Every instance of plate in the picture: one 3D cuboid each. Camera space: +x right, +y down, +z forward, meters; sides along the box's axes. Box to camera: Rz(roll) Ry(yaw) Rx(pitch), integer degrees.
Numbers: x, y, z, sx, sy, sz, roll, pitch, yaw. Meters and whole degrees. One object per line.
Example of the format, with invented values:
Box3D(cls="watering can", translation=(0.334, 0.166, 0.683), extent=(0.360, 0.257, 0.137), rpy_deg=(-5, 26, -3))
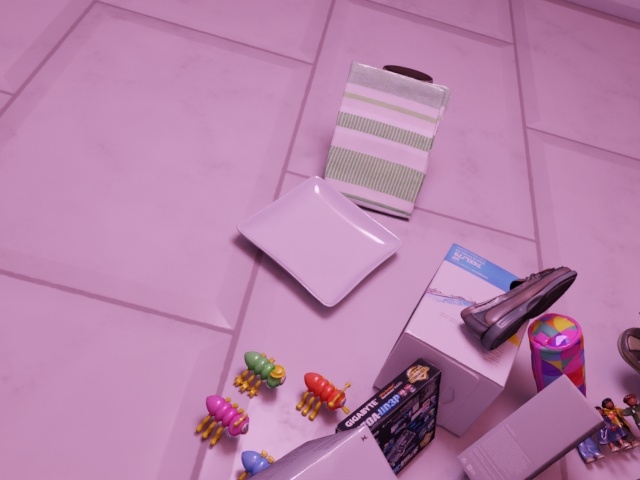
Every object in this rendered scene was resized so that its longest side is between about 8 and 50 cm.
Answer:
Box3D(cls="plate", translation=(0.000, 0.000, 1.458), extent=(0.277, 0.045, 0.278), rpy_deg=(39, 50, 17))

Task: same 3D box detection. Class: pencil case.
Box3D(cls="pencil case", translation=(0.450, 0.252, 1.241), extent=(0.105, 0.236, 0.104), rpy_deg=(-13, 31, 8))

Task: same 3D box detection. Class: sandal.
Box3D(cls="sandal", translation=(0.737, 0.301, 1.385), extent=(0.303, 0.086, 0.120), rpy_deg=(44, 55, 1))

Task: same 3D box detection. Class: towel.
Box3D(cls="towel", translation=(0.151, -0.234, 1.561), extent=(0.248, 0.324, 0.038), rpy_deg=(14, 12, -4))

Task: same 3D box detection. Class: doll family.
Box3D(cls="doll family", translation=(0.564, 0.363, 1.295), extent=(0.193, 0.076, 0.111), rpy_deg=(-9, 57, -21))

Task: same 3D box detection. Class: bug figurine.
Box3D(cls="bug figurine", translation=(-0.082, 0.301, 1.144), extent=(0.216, 0.072, 0.279), rpy_deg=(32, 48, 12))

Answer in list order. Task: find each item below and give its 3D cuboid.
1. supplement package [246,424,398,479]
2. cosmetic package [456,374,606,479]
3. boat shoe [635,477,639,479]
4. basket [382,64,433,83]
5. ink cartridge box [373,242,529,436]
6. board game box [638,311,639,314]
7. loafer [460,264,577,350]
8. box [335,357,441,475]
Box3D(cls="supplement package", translation=(0.014, 0.402, 0.955), extent=(0.149, 0.203, 0.194), rpy_deg=(-25, 81, -34))
Box3D(cls="cosmetic package", translation=(0.363, 0.343, 1.127), extent=(0.107, 0.238, 0.127), rpy_deg=(57, 12, 29))
Box3D(cls="boat shoe", translation=(0.670, 0.544, 1.139), extent=(0.091, 0.109, 0.305), rpy_deg=(-18, 53, -25))
Box3D(cls="basket", translation=(0.192, -0.314, 1.656), extent=(0.205, 0.226, 0.154), rpy_deg=(4, 29, -21))
Box3D(cls="ink cartridge box", translation=(0.265, 0.189, 1.269), extent=(0.197, 0.198, 0.270), rpy_deg=(30, 46, 9))
Box3D(cls="board game box", translation=(0.801, 0.291, 1.318), extent=(0.208, 0.056, 0.346), rpy_deg=(10, 45, -28))
Box3D(cls="loafer", translation=(0.363, 0.099, 1.186), extent=(0.268, 0.096, 0.084), rpy_deg=(-27, 56, -33))
Box3D(cls="box", translation=(0.118, 0.326, 1.112), extent=(0.051, 0.175, 0.220), rpy_deg=(27, 43, 37))
